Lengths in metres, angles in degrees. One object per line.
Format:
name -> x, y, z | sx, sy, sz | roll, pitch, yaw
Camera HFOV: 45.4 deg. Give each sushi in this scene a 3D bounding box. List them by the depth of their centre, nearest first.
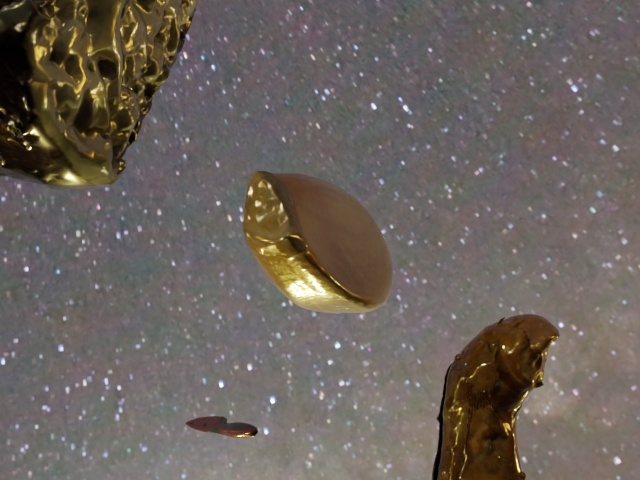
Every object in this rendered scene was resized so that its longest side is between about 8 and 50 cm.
sushi -> -0.243, -0.216, 0.683 | 0.208, 0.348, 0.234 | 8, -39, 15

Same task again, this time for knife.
knife -> -0.170, 0.310, 1.285 | 0.018, 0.247, 0.035 | 50, -121, -19

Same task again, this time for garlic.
garlic -> 0.003, 0.009, 0.790 | 0.112, 0.143, 0.318 | -17, -12, 11

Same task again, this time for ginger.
ginger -> 0.179, 0.227, 0.831 | 0.107, 0.133, 0.309 | 12, -92, -19
